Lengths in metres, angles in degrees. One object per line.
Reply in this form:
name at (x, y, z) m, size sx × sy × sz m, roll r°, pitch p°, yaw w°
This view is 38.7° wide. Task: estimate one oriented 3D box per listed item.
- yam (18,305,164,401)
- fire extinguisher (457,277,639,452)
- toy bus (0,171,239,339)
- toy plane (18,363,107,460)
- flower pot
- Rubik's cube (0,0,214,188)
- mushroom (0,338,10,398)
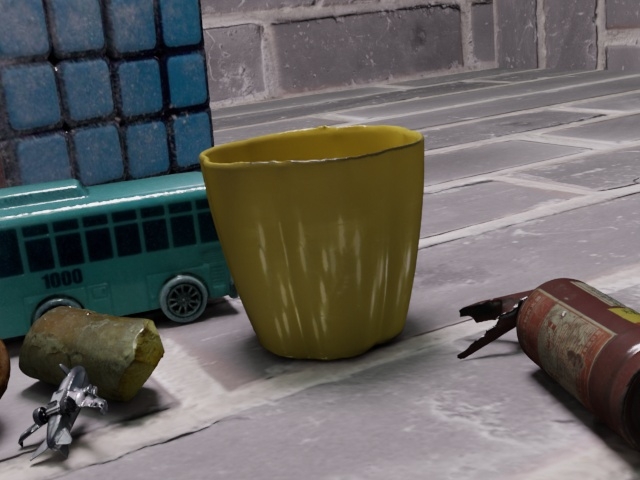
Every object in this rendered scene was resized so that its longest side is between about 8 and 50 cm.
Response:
yam at (-0.179, 0.092, 0.733) m, size 0.146 × 0.069 × 0.070 m, roll 6°, pitch 18°, yaw 34°
fire extinguisher at (0.175, 0.072, 0.665) m, size 0.106 × 0.075 × 0.252 m, roll -8°, pitch 15°, yaw -10°
toy bus at (-0.222, 0.011, 0.897) m, size 0.256 × 0.147 × 0.128 m, roll -9°, pitch 13°, yaw -19°
toy plane at (-0.182, 0.119, 0.652) m, size 0.079 × 0.031 × 0.083 m, roll -23°, pitch 37°, yaw 18°
flower pot at (0.000, 0.000, 0.795) m, size 0.195 × 0.179 × 0.195 m, roll -6°, pitch 14°, yaw 1°
Rubik's cube at (-0.376, -0.166, 1.230) m, size 0.344 × 0.344 × 0.337 m, roll 8°, pitch 21°, yaw 38°
mushroom at (-0.285, 0.110, 0.666) m, size 0.109 × 0.085 × 0.126 m, roll -30°, pitch 11°, yaw 42°
